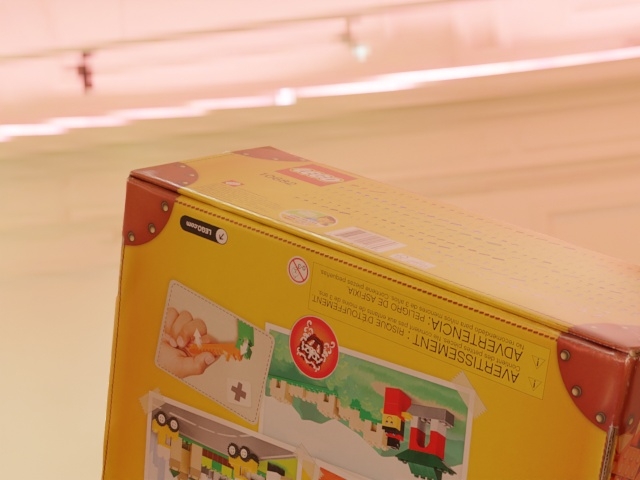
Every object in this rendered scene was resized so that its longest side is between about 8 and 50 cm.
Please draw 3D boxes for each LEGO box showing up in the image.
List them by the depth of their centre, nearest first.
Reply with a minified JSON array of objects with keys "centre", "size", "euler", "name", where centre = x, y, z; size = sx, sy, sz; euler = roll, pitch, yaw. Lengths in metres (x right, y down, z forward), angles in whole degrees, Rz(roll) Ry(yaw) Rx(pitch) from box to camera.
[{"centre":[0.063,0.169,1.575],"size":[0.500,0.372,0.193],"euler":[20,22,36],"name":"LEGO box"}]

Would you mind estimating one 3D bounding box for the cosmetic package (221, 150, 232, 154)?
[{"centre":[0.000,0.000,1.845],"size":[0.231,0.085,0.117],"euler":[19,-14,0],"name":"cosmetic package"}]
